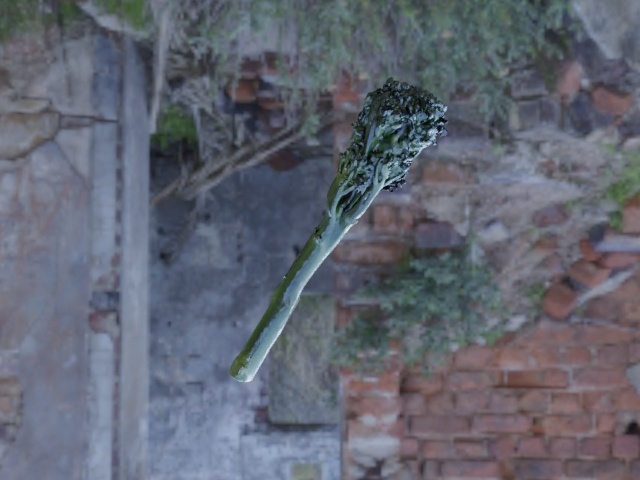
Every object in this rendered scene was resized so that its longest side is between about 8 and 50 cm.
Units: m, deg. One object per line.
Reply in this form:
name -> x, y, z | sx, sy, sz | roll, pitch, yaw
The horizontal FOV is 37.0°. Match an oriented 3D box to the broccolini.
broccolini -> 0.000, 0.000, 0.612 | 0.051, 0.239, 0.054 | 38, -156, 8
